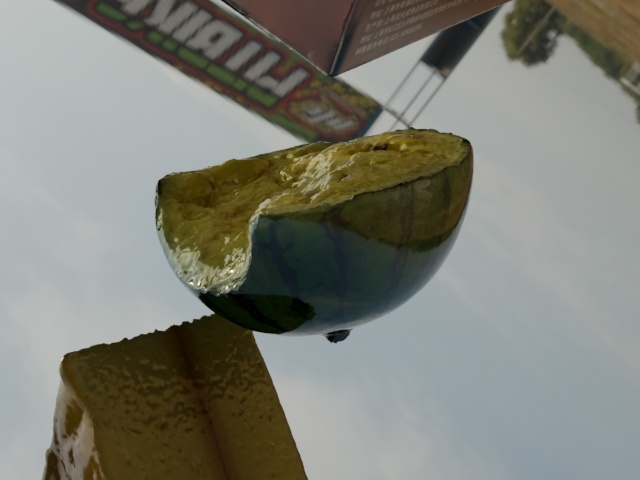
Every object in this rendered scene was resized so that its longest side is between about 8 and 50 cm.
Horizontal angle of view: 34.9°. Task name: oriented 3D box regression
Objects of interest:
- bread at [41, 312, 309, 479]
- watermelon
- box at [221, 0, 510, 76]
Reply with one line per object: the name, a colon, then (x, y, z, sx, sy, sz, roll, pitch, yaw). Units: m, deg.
bread: (-0.093, 0.287, 1.027, 0.233, 0.244, 0.362, -14, -133, -41)
watermelon: (0.000, 0.000, 1.042, 0.331, 0.189, 0.331, -4, -162, 1)
box: (0.012, -0.335, 0.925, 0.344, 0.122, 0.385, 39, -139, 18)
